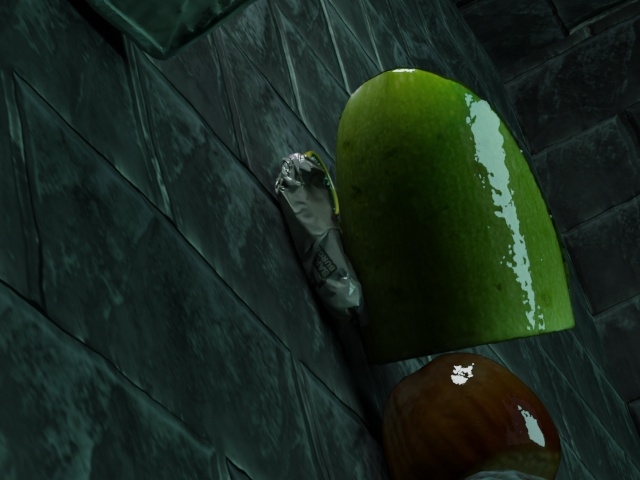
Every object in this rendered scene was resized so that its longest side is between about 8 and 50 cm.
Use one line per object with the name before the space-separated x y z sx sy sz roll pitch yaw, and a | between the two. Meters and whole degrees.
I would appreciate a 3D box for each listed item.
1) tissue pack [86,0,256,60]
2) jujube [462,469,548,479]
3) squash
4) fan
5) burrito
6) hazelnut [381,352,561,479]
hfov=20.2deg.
tissue pack | -0.203 -0.429 1.666 0.332 0.205 0.405 41 25 -49
jujube | 0.150 0.320 1.599 0.226 0.226 0.317 66 17 7
squash | 0.127 -0.031 1.972 0.210 0.234 0.309 -2 80 -60
fan | 0.002 -0.024 2.040 0.082 0.039 0.155 -37 105 -77
burrito | 0.000 0.000 1.948 0.203 0.064 0.064 70 15 15
hazelnut | 0.148 0.229 1.867 0.210 0.210 0.186 54 40 -35
